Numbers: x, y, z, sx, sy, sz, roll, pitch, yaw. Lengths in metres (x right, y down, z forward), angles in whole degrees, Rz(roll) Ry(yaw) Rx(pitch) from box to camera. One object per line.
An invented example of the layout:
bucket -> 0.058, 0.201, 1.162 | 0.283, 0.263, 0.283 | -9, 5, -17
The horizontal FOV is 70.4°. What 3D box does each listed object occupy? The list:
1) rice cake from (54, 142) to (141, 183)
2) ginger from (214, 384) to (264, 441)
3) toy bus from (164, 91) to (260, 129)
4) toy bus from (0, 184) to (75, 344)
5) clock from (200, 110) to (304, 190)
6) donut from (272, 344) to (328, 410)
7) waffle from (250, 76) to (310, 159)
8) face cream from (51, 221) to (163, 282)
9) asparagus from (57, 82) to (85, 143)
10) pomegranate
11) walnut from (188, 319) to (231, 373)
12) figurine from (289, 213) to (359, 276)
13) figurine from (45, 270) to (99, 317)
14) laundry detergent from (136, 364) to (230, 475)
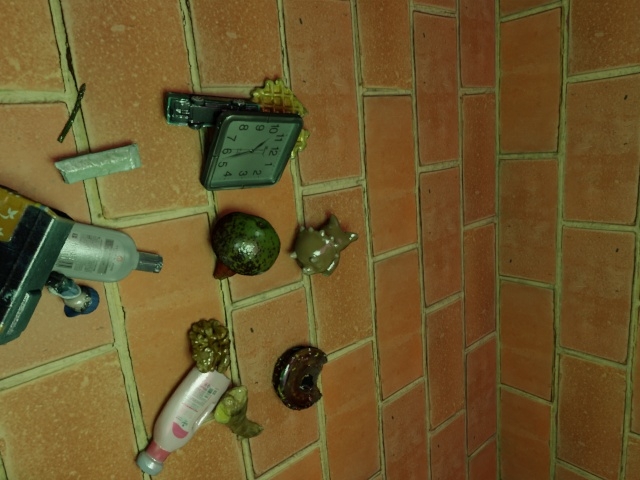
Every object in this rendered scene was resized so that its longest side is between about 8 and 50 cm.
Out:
rice cake -> -0.560, -0.194, 1.151 | 0.206, 0.063, 0.069 | -25, 118, -34
ginger -> -0.259, 0.572, 1.484 | 0.131, 0.086, 0.295 | -55, 146, -30
toy bus -> -0.306, -0.368, 1.285 | 0.261, 0.109, 0.091 | -4, 123, -31
toy bus -> -0.694, 0.053, 0.975 | 0.194, 0.162, 0.324 | 23, 82, -13
clock -> -0.208, -0.268, 1.357 | 0.278, 0.049, 0.274 | -10, 143, -39
donut -> -0.079, 0.491, 1.636 | 0.215, 0.095, 0.231 | -5, 100, -37
waffle -> -0.141, -0.379, 1.482 | 0.261, 0.056, 0.250 | 46, 68, -36
face cream -> -0.559, 0.037, 1.180 | 0.291, 0.070, 0.144 | 13, 91, -39
asparagus -> -0.611, -0.316, 1.121 | 0.016, 0.016, 0.163 | 22, 83, -21
pomegranate -> -0.249, 0.032, 1.385 | 0.214, 0.214, 0.248 | 28, 115, -39
walnut -> -0.324, 0.315, 1.373 | 0.142, 0.069, 0.170 | 13, 50, -43
figurine -> 0.001, 0.005, 1.578 | 0.247, 0.177, 0.173 | -45, 142, -13
figurine -> -0.619, 0.131, 1.126 | 0.149, 0.086, 0.087 | 75, 31, -48
laundry detergent -> -0.415, 0.533, 1.366 | 0.335, 0.087, 0.159 | -55, 133, -18
